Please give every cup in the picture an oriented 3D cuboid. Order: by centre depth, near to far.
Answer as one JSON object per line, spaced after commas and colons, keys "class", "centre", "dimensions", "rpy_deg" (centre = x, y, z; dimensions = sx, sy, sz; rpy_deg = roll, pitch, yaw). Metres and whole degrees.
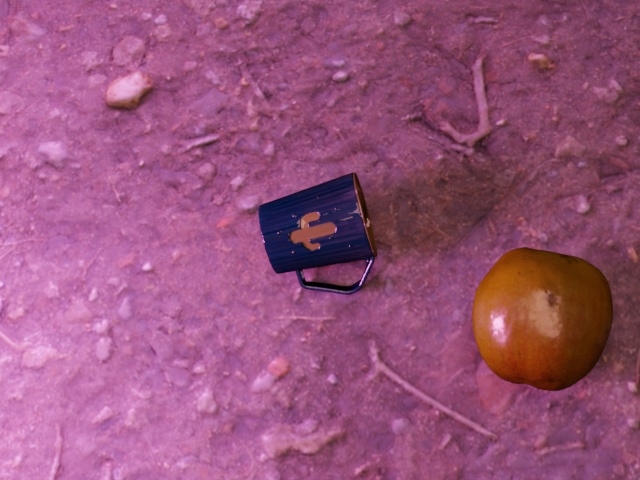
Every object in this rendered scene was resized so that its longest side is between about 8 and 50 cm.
{"class": "cup", "centre": [0.000, 0.000, 1.589], "dimensions": [0.155, 0.131, 0.176], "rpy_deg": [-13, 95, 7]}

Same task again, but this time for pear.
{"class": "pear", "centre": [0.303, 0.111, 1.471], "dimensions": [0.200, 0.200, 0.200], "rpy_deg": [-2, 71, 6]}
